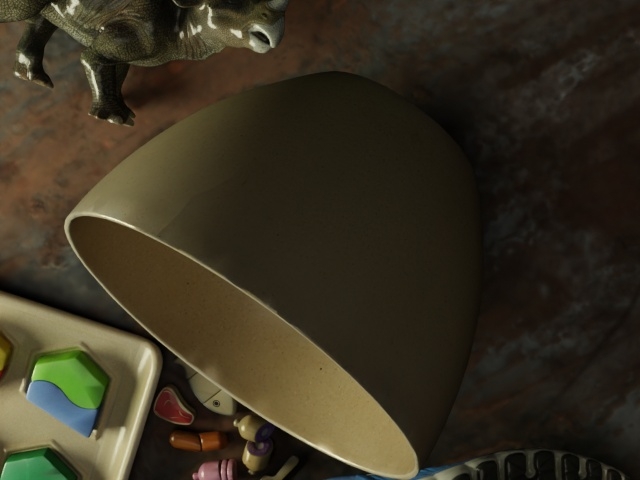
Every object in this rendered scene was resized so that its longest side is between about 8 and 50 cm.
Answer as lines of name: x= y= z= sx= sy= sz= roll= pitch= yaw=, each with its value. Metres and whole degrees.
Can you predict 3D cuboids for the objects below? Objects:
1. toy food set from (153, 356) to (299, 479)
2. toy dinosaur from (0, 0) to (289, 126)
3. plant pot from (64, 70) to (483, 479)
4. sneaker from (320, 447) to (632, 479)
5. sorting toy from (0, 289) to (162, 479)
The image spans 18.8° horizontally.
toy food set: x=-0.079 y=0.147 z=1.459 sx=0.122 sy=0.019 sz=0.078 roll=42 pitch=109 yaw=-4
toy dinosaur: x=-0.166 y=-0.178 z=1.343 sx=0.313 sy=0.121 sz=0.160 roll=24 pitch=97 yaw=7
plant pot: x=0.000 y=0.000 z=1.296 sx=0.284 sy=0.284 sz=0.191 roll=38 pitch=74 yaw=-3
sneaker: x=0.077 y=0.209 z=1.405 sx=0.330 sy=0.147 sz=0.130 roll=-1 pitch=92 yaw=-9
sorting toy: x=-0.240 y=0.136 z=1.474 sx=0.208 sy=0.038 sz=0.193 roll=20 pitch=109 yaw=3
